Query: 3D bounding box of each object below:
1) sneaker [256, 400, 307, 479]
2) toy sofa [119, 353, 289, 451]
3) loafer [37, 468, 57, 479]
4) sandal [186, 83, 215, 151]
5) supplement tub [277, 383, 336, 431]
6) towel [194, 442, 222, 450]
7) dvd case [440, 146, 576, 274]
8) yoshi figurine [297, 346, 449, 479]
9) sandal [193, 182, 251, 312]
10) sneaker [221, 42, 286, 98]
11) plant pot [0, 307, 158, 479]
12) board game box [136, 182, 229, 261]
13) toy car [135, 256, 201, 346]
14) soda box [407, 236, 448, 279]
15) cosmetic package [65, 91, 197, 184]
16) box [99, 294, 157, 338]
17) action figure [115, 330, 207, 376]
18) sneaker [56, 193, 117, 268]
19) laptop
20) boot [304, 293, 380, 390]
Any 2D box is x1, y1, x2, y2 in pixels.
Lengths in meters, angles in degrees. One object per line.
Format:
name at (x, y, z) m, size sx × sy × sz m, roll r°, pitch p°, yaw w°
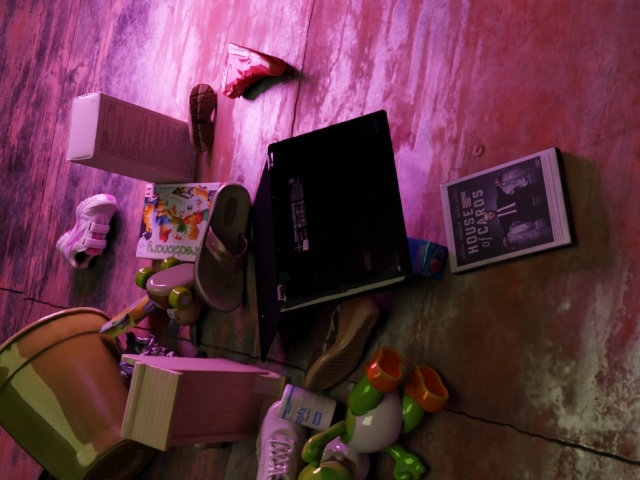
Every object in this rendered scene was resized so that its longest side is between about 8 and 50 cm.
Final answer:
sneaker at (-0.083, 0.459, 1.632) m, size 0.118 × 0.110 × 0.292 m, roll 105°, pitch 174°, yaw -65°
toy sofa at (-0.244, 0.327, 1.675) m, size 0.177 × 0.362 × 0.150 m, roll 9°, pitch 87°, yaw 34°
loafer at (-0.752, 0.674, 2.219) m, size 0.223 × 0.078 × 0.076 m, roll -54°, pitch 52°, yaw 18°
sandal at (-0.306, -0.307, 2.070) m, size 0.049 × 0.072 × 0.180 m, roll -13°, pitch 76°, yaw 61°
supplement tub at (-0.027, 0.335, 1.647) m, size 0.107 × 0.071 × 0.071 m, roll 17°, pitch 92°, yaw 2°
towel at (-0.246, 0.406, 1.810) m, size 0.027 × 0.148 × 0.110 m, roll -10°, pitch 75°, yaw 10°
dvd case at (0.332, -0.049, 1.485) m, size 0.238 × 0.029 × 0.179 m, roll -18°, pitch 69°, yaw 36°
yoshi figurine at (0.073, 0.384, 1.506) m, size 0.203 × 0.203 × 0.362 m, roll 47°, pitch 117°, yaw 27°
sandal at (-0.215, 0.011, 1.868) m, size 0.086 × 0.120 × 0.303 m, roll -15°, pitch 69°, yaw 63°
sneaker at (-0.163, -0.387, 1.961) m, size 0.221 × 0.087 × 0.128 m, roll 36°, pitch 113°, yaw 52°
plant pot at (-0.572, 0.413, 1.979) m, size 0.353 × 0.366 × 0.366 m, roll 46°, pitch 111°, yaw 24°
board game box at (-0.332, -0.043, 2.034) m, size 0.305 × 0.053 × 0.193 m, roll 2°, pitch 82°, yaw 41°
toy car at (-0.338, 0.158, 1.948) m, size 0.155 × 0.149 × 0.188 m, roll 24°, pitch 124°, yaw 36°
soda box at (0.140, 0.023, 1.604) m, size 0.210 × 0.071 × 0.067 m, roll 13°, pitch 88°, yaw 41°
cosmetic package at (-0.451, -0.238, 2.008) m, size 0.113 × 0.309 × 0.160 m, roll -2°, pitch 79°, yaw 40°
box at (-0.454, 0.179, 2.014) m, size 0.105 × 0.179 × 0.043 m, roll -28°, pitch 96°, yaw 34°
action figure at (-0.383, 0.301, 1.906) m, size 0.275 × 0.164 × 0.141 m, roll 9°, pitch 43°, yaw 25°
sneaker at (-0.625, -0.018, 2.258) m, size 0.252 × 0.103 × 0.111 m, roll -53°, pitch 56°, yaw 27°
laptop at (0.000, 0.000, 1.685) m, size 0.408 × 0.236 × 0.382 m, roll -15°, pitch 61°, yaw 17°
boot at (0.019, 0.162, 1.691) m, size 0.248 × 0.090 × 0.207 m, roll -56°, pitch 38°, yaw 20°
